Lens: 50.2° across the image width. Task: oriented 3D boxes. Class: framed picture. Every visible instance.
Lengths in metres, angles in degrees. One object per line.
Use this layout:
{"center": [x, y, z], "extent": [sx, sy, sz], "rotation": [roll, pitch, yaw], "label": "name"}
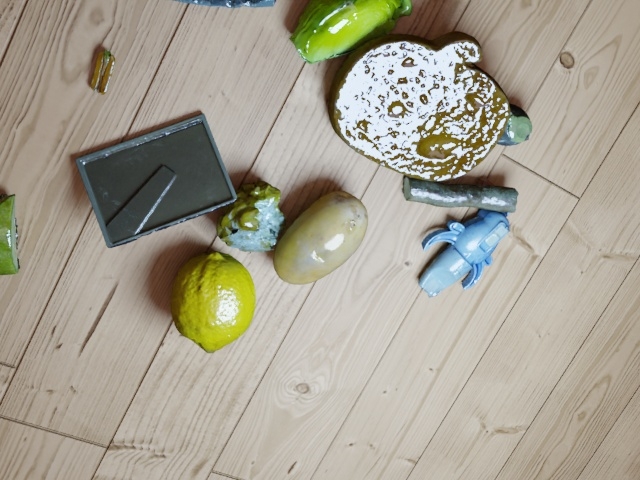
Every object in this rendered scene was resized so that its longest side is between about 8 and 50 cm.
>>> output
{"center": [-0.316, -0.116, 1.320], "extent": [0.265, 0.018, 0.192], "rotation": [-21, 81, -7], "label": "framed picture"}

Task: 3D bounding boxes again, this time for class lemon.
{"center": [-0.221, 0.121, 1.399], "extent": [0.180, 0.180, 0.193], "rotation": [-23, 114, -6], "label": "lemon"}

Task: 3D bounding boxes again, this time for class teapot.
{"center": [0.400, -0.250, 1.472], "extent": [0.124, 0.091, 0.092], "rotation": [11, 105, -18], "label": "teapot"}

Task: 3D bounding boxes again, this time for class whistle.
{"center": [0.331, 0.022, 1.559], "extent": [0.269, 0.093, 0.180], "rotation": [-42, 119, 9], "label": "whistle"}

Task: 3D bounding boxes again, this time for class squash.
{"center": [-0.703, -0.004, 1.269], "extent": [0.252, 0.093, 0.169], "rotation": [1, 110, -15], "label": "squash"}

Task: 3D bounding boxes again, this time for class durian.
{"center": [0.057, -0.433, 1.317], "extent": [0.250, 0.101, 0.139], "rotation": [-31, 149, -2], "label": "durian"}

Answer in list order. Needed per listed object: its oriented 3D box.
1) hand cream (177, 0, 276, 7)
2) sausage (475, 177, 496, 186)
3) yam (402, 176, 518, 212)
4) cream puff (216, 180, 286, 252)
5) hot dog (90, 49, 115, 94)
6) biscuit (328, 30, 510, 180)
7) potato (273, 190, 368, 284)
{"center": [-0.190, -0.470, 1.260], "extent": [0.248, 0.052, 0.075], "rotation": [2, 108, -15], "label": "hand cream"}
{"center": [0.387, -0.110, 1.549], "extent": [0.083, 0.034, 0.034], "rotation": [36, 97, -21], "label": "sausage"}
{"center": [0.306, -0.099, 1.498], "extent": [0.253, 0.061, 0.061], "rotation": [6, 108, -6], "label": "yam"}
{"center": [-0.139, -0.051, 1.395], "extent": [0.121, 0.156, 0.156], "rotation": [12, 111, 26], "label": "cream puff"}
{"center": [-0.405, -0.315, 1.277], "extent": [0.037, 0.021, 0.083], "rotation": [24, 105, 0], "label": "hot dog"}
{"center": [0.206, -0.280, 1.380], "extent": [0.367, 0.063, 0.314], "rotation": [21, 119, -18], "label": "biscuit"}
{"center": [0.000, 0.000, 1.420], "extent": [0.150, 0.146, 0.234], "rotation": [37, 97, -35], "label": "potato"}
